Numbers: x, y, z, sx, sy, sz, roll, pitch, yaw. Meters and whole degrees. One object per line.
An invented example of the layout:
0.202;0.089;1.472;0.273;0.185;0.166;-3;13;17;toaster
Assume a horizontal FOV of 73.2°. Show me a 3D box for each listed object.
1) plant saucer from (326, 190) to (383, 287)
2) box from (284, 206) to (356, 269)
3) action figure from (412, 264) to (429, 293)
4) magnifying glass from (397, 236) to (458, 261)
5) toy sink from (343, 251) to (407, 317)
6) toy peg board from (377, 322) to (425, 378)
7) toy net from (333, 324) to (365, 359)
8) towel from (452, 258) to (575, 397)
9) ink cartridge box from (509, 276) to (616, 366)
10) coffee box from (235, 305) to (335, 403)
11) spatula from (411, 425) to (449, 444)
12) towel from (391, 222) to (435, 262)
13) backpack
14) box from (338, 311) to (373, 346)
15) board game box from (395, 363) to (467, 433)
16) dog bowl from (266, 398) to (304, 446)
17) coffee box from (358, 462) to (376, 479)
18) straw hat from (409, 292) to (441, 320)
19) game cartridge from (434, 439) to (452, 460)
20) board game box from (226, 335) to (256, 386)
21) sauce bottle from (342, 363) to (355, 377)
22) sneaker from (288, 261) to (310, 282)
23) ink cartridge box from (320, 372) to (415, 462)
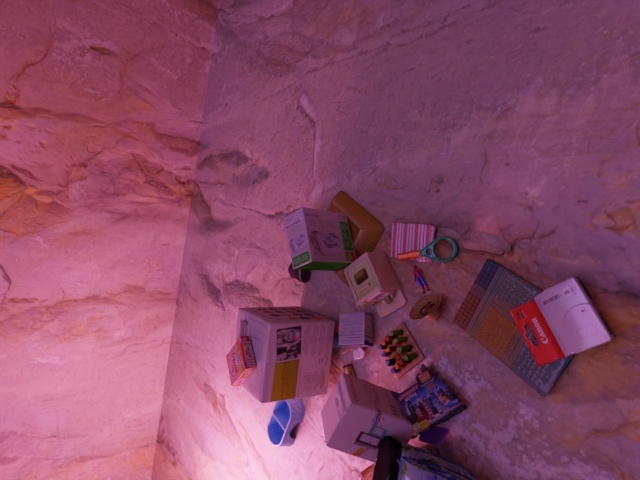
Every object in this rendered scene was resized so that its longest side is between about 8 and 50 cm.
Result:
0.089;-0.012;1.939;0.333;0.081;0.332;46;120;40;plant saucer
0.000;0.000;1.784;0.127;0.262;0.231;-26;67;43;box
0.378;0.143;1.647;0.038;0.030;0.115;-46;53;41;action figure
0.396;0.044;1.602;0.231;0.026;0.092;-13;84;32;magnifying glass
0.216;0.184;1.743;0.153;0.131;0.234;-41;58;38;toy sink
0.291;0.431;1.677;0.160;0.079;0.161;-51;52;32;toy peg board
0.120;0.443;1.893;0.232;0.045;0.122;13;94;46;toy net
0.620;0.261;1.364;0.370;0.040;0.271;41;115;44;towel
0.674;0.238;1.234;0.232;0.066;0.189;-38;58;35;ink cartridge box
-0.172;0.496;1.957;0.338;0.335;0.338;8;93;57;coffee box
0.344;0.729;1.609;0.030;0.084;0.296;55;138;-1;spatula
0.357;0.005;1.684;0.197;0.029;0.144;7;95;48;towel
0.359;0.830;1.382;0.273;0.356;0.290;130;159;-75;backpack
0.149;0.375;1.808;0.126;0.072;0.137;-12;64;34;box
0.380;0.553;1.534;0.194;0.060;0.194;-33;48;5;board game box
-0.182;0.899;2.158;0.166;0.074;0.297;36;112;44;dog bowl
0.261;0.904;1.622;0.246;0.098;0.141;-52;31;32;coffee box
0.401;0.261;1.581;0.061;0.144;0.144;47;132;-12;straw hat
0.433;0.746;1.509;0.017;0.056;0.083;-37;63;48;game cartridge
-0.346;0.525;1.871;0.193;0.045;0.146;-54;44;39;board game box
0.134;0.599;1.862;0.042;0.042;0.128;-43;58;37;sauce bottle
-0.109;0.092;2.144;0.118;0.083;0.221;9;94;48;sneaker
0.169;0.657;1.588;0.197;0.270;0.198;-64;12;10;ink cartridge box
